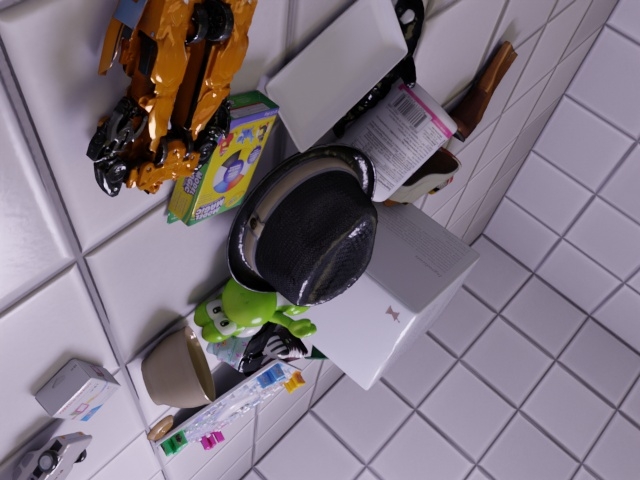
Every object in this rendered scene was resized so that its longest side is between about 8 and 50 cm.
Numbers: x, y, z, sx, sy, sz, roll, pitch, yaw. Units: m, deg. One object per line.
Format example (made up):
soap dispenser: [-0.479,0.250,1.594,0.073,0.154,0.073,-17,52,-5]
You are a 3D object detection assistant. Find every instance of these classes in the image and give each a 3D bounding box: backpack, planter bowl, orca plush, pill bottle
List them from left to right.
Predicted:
planter bowl: [-0.289,0.265,1.254,0.109,0.162,0.162,-21,158,-4]
backpack: [-0.180,0.226,1.453,0.182,0.115,0.152,-36,144,-71]
pill bottle: [0.120,-0.181,1.264,0.283,0.160,0.160,-44,164,14]
orca plush: [0.118,-0.300,1.137,0.287,0.102,0.151,-55,161,17]

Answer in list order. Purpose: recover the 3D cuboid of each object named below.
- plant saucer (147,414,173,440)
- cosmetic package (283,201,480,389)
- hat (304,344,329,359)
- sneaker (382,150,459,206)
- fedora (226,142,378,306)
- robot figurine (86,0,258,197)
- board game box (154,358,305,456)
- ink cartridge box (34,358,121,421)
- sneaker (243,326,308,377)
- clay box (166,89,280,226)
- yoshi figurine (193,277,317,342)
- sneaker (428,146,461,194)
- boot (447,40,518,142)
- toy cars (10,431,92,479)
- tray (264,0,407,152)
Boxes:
plant saucer: [-0.406,0.483,1.608,0.083,0.015,0.083,-43,161,-18]
cosmetic package: [0.170,0.125,1.757,0.393,0.327,0.330,-31,154,-48]
hat: [0.029,0.253,1.848,0.173,0.208,0.184,9,77,-51]
sneaker: [0.273,-0.174,1.789,0.290,0.106,0.123,-22,154,-37]
fedora: [0.000,0.000,1.116,0.333,0.152,0.334,-24,142,-21]
robot figurine: [-0.170,-0.180,0.718,0.211,0.085,0.291,-26,150,-51]
board game box: [-0.235,0.487,1.813,0.390,0.050,0.390,-35,163,-2]
ink cartridge box: [-0.412,0.258,1.077,0.088,0.052,0.122,-47,161,-9]
sneaker: [-0.148,0.335,1.832,0.162,0.106,0.281,-38,162,9]
clay box: [-0.151,-0.112,0.952,0.127,0.053,0.222,-31,154,-49]
yoshi figurine: [-0.096,0.108,1.340,0.362,0.203,0.203,-26,136,-47]
sneaker: [0.375,-0.209,1.963,0.092,0.088,0.225,-44,161,-14]
boot: [0.446,-0.407,1.721,0.281,0.096,0.264,-58,160,21]
toy cars: [-0.539,0.491,1.204,0.176,0.087,0.394,-38,156,-48]
tray: [0.027,-0.281,1.014,0.270,0.030,0.145,-46,137,-14]
